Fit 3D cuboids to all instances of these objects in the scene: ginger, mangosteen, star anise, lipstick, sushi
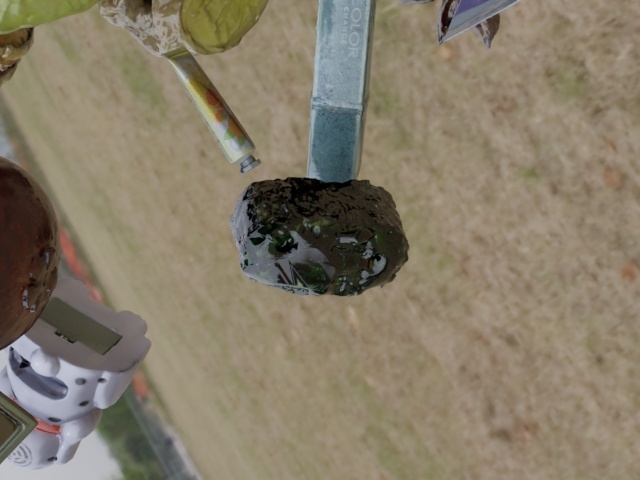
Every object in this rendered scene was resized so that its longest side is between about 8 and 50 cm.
[{"bbox_3d":[-0.167,-0.343,1.420,0.221,0.275,0.130,38,149,38],"label":"ginger"},{"bbox_3d":[-0.390,0.007,1.088,0.257,0.215,0.215,13,153,8],"label":"mangosteen"},{"bbox_3d":[0.202,-0.405,1.630,0.262,0.081,0.230,29,127,22],"label":"star anise"},{"bbox_3d":[0.028,-0.212,1.437,0.076,0.077,0.290,-71,-12,-56],"label":"lipstick"},{"bbox_3d":[0.000,0.000,1.374,0.127,0.225,0.124,-112,33,-45],"label":"sushi"}]

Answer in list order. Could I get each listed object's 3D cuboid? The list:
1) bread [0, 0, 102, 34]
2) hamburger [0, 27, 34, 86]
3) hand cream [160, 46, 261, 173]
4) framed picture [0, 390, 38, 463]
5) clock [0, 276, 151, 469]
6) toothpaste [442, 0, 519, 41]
[{"bbox_3d":[-0.349,-0.376,1.096,0.348,0.348,0.308,-140,38,-58],"label":"bread"},{"bbox_3d":[-0.487,-0.333,1.415,0.259,0.144,0.283,37,-142,-40],"label":"hamburger"},{"bbox_3d":[-0.077,-0.094,0.779,0.102,0.022,0.035,58,-150,-5],"label":"hand cream"},{"bbox_3d":[-0.392,0.154,0.916,0.018,0.192,0.265,27,161,51],"label":"framed picture"},{"bbox_3d":[-0.347,0.198,1.434,0.189,0.189,0.254,51,130,35],"label":"clock"},{"bbox_3d":[0.211,-0.326,0.959,0.080,0.371,0.125,36,153,-23],"label":"toothpaste"}]
